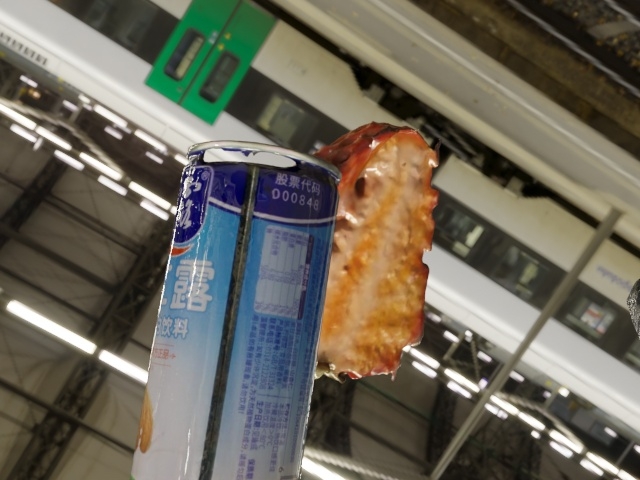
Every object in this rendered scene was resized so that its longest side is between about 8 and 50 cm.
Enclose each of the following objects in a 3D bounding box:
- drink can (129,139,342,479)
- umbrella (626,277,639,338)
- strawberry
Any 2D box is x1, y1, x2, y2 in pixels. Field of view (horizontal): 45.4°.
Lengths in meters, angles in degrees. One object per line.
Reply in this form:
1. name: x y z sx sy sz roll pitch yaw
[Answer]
1. drink can: -0.049 0.069 0.431 0.097 0.235 0.097 7 171 1
2. umbrella: 0.348 0.109 0.740 0.071 0.071 0.248 32 -151 -5
3. strawberry: -0.016 0.006 0.825 0.254 0.280 0.150 1 -169 -29
